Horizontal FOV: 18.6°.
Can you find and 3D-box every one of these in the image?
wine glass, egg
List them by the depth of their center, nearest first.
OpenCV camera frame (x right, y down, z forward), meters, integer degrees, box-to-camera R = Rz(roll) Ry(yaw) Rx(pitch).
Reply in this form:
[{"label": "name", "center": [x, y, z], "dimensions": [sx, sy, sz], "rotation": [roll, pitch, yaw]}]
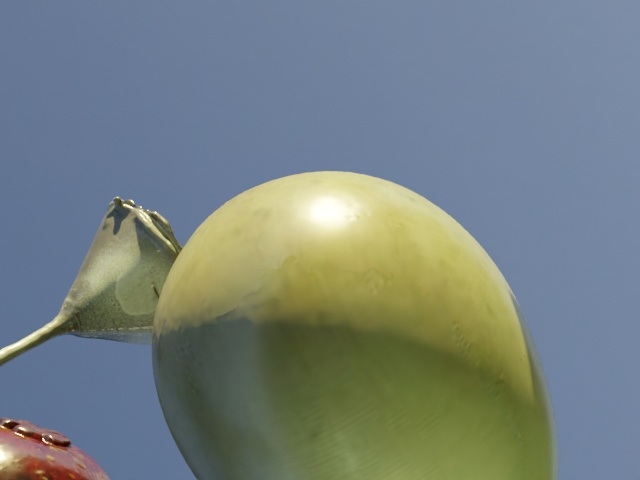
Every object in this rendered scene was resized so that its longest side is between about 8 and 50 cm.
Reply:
[{"label": "egg", "center": [0.030, 0.097, 1.163], "dimensions": [0.295, 0.218, 0.218], "rotation": [52, -130, -3]}, {"label": "wine glass", "center": [-0.180, 0.062, 1.313], "dimensions": [0.183, 0.122, 0.122], "rotation": [-30, -69, -31]}]

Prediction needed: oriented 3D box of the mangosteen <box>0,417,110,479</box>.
[{"label": "mangosteen", "center": [-0.287, 0.282, 1.688], "dimensions": [0.215, 0.215, 0.257], "rotation": [22, -91, -45]}]
